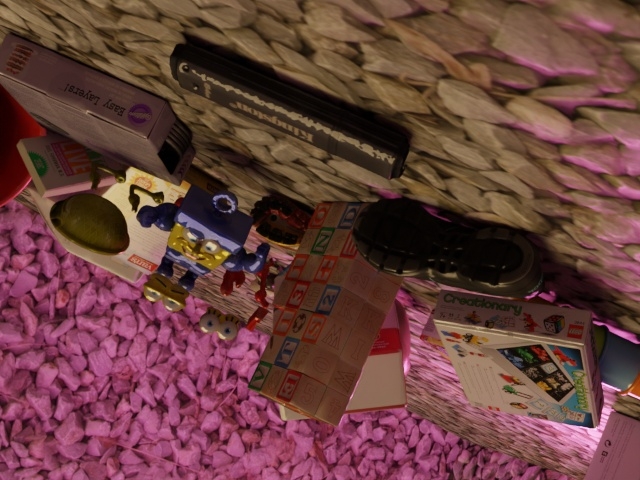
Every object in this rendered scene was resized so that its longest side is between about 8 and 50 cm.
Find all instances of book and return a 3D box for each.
[{"bbox_3d":[-0.395,-0.125,1.701,0.035,0.144,0.096,-41,73,44],"label":"book"}]

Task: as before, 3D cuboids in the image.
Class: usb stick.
[{"bbox_3d":[-0.032,-0.140,1.163,0.278,0.045,0.077,25,170,6],"label":"usb stick"}]

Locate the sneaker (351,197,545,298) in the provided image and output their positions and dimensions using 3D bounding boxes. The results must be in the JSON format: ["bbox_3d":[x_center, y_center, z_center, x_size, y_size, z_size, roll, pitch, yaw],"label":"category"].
[{"bbox_3d":[0.159,0.023,1.365,0.267,0.101,0.106,19,170,33],"label":"sneaker"}]

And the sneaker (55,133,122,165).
[{"bbox_3d":[-0.410,-0.130,1.933,0.161,0.102,0.282,26,170,-22],"label":"sneaker"}]

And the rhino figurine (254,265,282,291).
[{"bbox_3d":[-0.044,0.123,2.375,0.243,0.073,0.106,31,159,-17],"label":"rhino figurine"}]

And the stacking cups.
[{"bbox_3d":[0.410,0.176,1.535,0.316,0.096,0.096,27,169,-6],"label":"stacking cups"}]

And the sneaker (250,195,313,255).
[{"bbox_3d":[0.000,0.000,1.699,0.225,0.088,0.093,31,178,11],"label":"sneaker"}]

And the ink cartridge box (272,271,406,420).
[{"bbox_3d":[0.027,0.155,1.729,0.197,0.114,0.273,-6,-152,2],"label":"ink cartridge box"}]

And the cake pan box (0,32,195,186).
[{"bbox_3d":[-0.319,-0.181,1.568,0.266,0.070,0.246,24,171,9],"label":"cake pan box"}]

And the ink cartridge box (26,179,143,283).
[{"bbox_3d":[-0.491,-0.076,2.084,0.385,0.091,0.308,25,-166,-8],"label":"ink cartridge box"}]

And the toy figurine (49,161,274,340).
[{"bbox_3d":[-0.192,-0.037,1.599,0.362,0.191,0.217,32,139,-9],"label":"toy figurine"}]

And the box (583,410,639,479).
[{"bbox_3d":[0.642,0.463,2.149,0.181,0.181,0.119,17,166,35],"label":"box"}]

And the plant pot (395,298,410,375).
[{"bbox_3d":[0.089,0.161,2.056,0.237,0.110,0.237,32,150,21],"label":"plant pot"}]

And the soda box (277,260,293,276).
[{"bbox_3d":[0.006,0.127,1.932,0.071,0.067,0.210,13,138,46],"label":"soda box"}]

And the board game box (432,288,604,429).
[{"bbox_3d":[0.275,0.166,1.455,0.193,0.053,0.305,8,154,21],"label":"board game box"}]

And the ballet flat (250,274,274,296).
[{"bbox_3d":[-0.092,0.105,2.494,0.168,0.057,0.052,15,138,28],"label":"ballet flat"}]

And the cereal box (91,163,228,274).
[{"bbox_3d":[-0.295,-0.050,1.830,0.173,0.047,0.240,31,130,-28],"label":"cereal box"}]

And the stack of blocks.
[{"bbox_3d":[0.010,0.097,1.521,0.087,0.297,0.171,30,167,-27],"label":"stack of blocks"}]

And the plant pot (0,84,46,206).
[{"bbox_3d":[-0.612,-0.188,1.743,0.275,0.275,0.243,33,175,-34],"label":"plant pot"}]

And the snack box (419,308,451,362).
[{"bbox_3d":[0.314,0.210,1.988,0.207,0.070,0.174,14,164,41],"label":"snack box"}]
